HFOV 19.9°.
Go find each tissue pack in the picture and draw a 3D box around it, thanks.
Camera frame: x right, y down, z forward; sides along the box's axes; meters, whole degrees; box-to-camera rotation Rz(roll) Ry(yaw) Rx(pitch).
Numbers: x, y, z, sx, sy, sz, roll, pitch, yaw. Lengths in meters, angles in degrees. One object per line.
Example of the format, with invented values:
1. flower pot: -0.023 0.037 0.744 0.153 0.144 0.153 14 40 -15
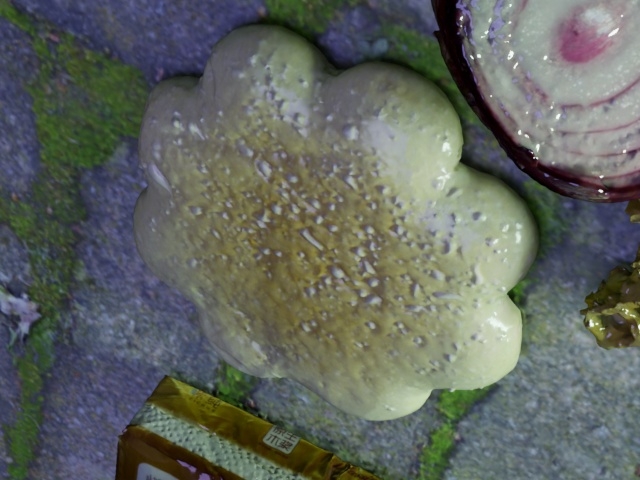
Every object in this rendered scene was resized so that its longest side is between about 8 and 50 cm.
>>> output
1. tissue pack: -0.049 0.230 1.422 0.226 0.092 0.183 22 135 15

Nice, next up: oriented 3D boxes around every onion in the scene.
1. onion: 0.167 -0.132 0.946 0.218 0.140 0.195 -29 101 5

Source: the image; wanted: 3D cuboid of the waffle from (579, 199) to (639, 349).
1. waffle: 0.206 -0.001 1.082 0.149 0.051 0.194 18 139 21

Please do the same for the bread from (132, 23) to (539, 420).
1. bread: 0.000 0.000 1.222 0.316 0.054 0.316 19 132 22
